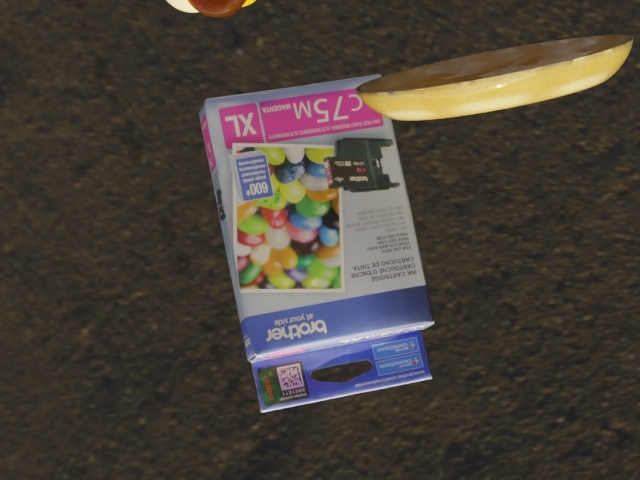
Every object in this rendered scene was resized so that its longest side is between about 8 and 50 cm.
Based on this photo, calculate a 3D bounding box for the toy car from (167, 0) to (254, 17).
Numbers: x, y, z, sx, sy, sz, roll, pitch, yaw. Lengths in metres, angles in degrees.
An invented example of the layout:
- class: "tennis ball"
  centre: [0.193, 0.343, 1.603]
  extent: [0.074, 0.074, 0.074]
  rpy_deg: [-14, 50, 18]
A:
- class: "toy car"
  centre: [-0.127, -0.315, 1.527]
  extent: [0.159, 0.136, 0.182]
  rpy_deg: [-20, 108, 28]

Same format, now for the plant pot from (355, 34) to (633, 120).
- class: "plant pot"
  centre: [0.148, -0.136, 1.250]
  extent: [0.236, 0.236, 0.032]
  rpy_deg: [-5, 103, 32]

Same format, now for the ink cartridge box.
- class: "ink cartridge box"
  centre: [0.000, 0.000, 1.460]
  extent: [0.186, 0.065, 0.311]
  rpy_deg: [-9, 83, -12]
